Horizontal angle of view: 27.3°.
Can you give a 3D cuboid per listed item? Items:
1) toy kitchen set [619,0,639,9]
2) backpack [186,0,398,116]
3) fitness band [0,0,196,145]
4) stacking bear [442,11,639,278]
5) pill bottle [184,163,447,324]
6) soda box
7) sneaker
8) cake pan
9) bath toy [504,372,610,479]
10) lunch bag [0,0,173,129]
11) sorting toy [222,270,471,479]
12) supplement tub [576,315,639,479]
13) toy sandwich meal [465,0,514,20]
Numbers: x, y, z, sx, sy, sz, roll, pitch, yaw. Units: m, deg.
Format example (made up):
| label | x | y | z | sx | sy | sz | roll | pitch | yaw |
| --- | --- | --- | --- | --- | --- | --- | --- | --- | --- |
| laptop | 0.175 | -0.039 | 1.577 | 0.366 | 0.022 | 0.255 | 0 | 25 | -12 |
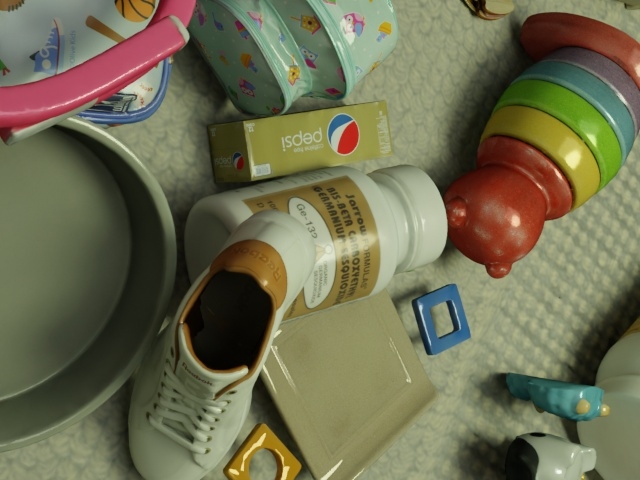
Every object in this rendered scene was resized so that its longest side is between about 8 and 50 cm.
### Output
| label | x | y | z | sx | sy | sz | roll | pitch | yaw |
| --- | --- | --- | --- | --- | --- | --- | --- | --- | --- |
| toy kitchen set | 0.414 | -0.370 | 1.591 | 0.207 | 0.122 | 0.166 | 7 | 86 | -39 |
| backpack | -0.028 | -0.199 | 1.188 | 0.144 | 0.188 | 0.166 | -44 | 117 | -30 |
| fitness band | -0.214 | -0.194 | 0.960 | 0.291 | 0.054 | 0.209 | -35 | 95 | -34 |
| stacking bear | 0.237 | -0.092 | 1.435 | 0.289 | 0.164 | 0.175 | -50 | 119 | -22 |
| pill bottle | 0.000 | 0.000 | 1.234 | 0.229 | 0.131 | 0.131 | -15 | 100 | -32 |
| soda box | -0.017 | -0.097 | 1.279 | 0.181 | 0.061 | 0.058 | -12 | 97 | -38 |
| sneaker | -0.106 | 0.110 | 1.102 | 0.290 | 0.106 | 0.123 | -65 | 174 | 26 |
| cake pan | -0.255 | 0.029 | 1.031 | 0.293 | 0.054 | 0.293 | -15 | 120 | -27 |
| bath toy | 0.219 | 0.321 | 1.437 | 0.151 | 0.129 | 0.348 | 32 | 70 | -55 |
| lunch bag | -0.240 | -0.228 | 1.066 | 0.243 | 0.115 | 0.303 | 3 | 87 | -37 |
| sorting toy | 0.013 | 0.126 | 1.317 | 0.347 | 0.047 | 0.196 | -38 | 107 | -35 |
| supplement tub | 0.472 | 0.162 | 1.575 | 0.316 | 0.228 | 0.228 | -40 | 114 | -32 |
| toy sandwich meal | 0.187 | -0.287 | 1.465 | 0.085 | 0.029 | 0.086 | 0 | 91 | -39 |
